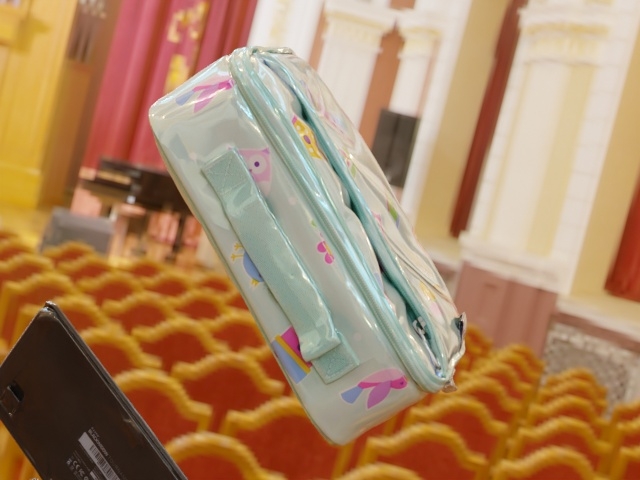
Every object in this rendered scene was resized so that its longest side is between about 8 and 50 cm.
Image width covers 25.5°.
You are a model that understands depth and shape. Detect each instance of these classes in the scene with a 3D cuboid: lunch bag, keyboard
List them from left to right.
[{"bbox_3d":[-0.118,0.130,0.759,0.180,0.108,0.023,50,29,20],"label":"keyboard"},{"bbox_3d":[0.000,0.000,0.983,0.279,0.108,0.224,59,10,1],"label":"lunch bag"}]
